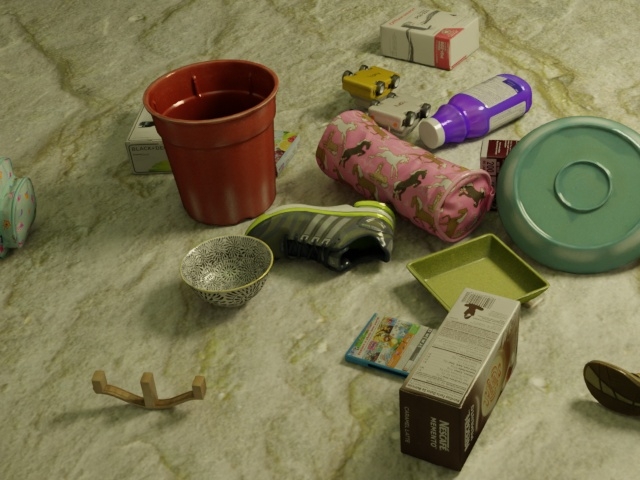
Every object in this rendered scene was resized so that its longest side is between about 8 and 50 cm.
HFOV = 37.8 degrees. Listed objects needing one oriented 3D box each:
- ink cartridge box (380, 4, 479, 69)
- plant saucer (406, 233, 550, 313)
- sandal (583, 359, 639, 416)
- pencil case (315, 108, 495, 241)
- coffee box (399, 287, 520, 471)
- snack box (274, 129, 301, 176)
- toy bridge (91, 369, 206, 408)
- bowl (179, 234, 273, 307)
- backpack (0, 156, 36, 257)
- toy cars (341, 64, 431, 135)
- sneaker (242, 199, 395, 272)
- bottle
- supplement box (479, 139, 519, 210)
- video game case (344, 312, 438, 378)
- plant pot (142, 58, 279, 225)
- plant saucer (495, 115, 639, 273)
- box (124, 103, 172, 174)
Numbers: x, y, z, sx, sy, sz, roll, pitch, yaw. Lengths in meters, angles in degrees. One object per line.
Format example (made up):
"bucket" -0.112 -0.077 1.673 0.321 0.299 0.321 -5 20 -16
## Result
"ink cartridge box" 0.288 -0.540 2.471 0.217 0.092 0.158 18 42 33
"plant saucer" 0.276 0.078 1.657 0.188 0.045 0.188 -19 38 -18
"sandal" 0.483 0.228 1.402 0.180 0.072 0.049 17 26 26
"pencil case" 0.164 -0.134 1.876 0.167 0.160 0.386 -49 47 -7
"coffee box" 0.214 0.205 1.411 0.098 0.141 0.246 15 42 26
"snack box" -0.116 -0.200 2.108 0.100 0.037 0.141 7 38 21
"toy bridge" -0.276 0.242 1.499 0.188 0.063 0.026 1 36 8
"bowl" -0.167 0.070 1.706 0.170 0.080 0.170 -4 35 3
"backpack" -0.661 -0.075 1.893 0.144 0.188 0.166 -3 35 5
"toy cars" 0.144 -0.314 2.159 0.176 0.087 0.394 3 26 -17
"sneaker" 0.000 0.000 1.760 0.299 0.111 0.121 -8 40 1
"bottle" 0.348 -0.289 2.112 0.282 0.092 0.118 -28 40 -27
"supplement box" 0.436 -0.125 1.840 0.239 0.130 0.073 2 36 13
"video game case" 0.140 0.181 1.561 0.166 0.015 0.119 14 41 26
"plant pot" -0.206 -0.192 1.918 0.272 0.265 0.272 -4 35 3
"plant saucer" 0.483 -0.095 1.719 0.317 0.044 0.318 -4 71 10
"box" -0.341 -0.269 2.197 0.169 0.087 0.290 -3 35 5
